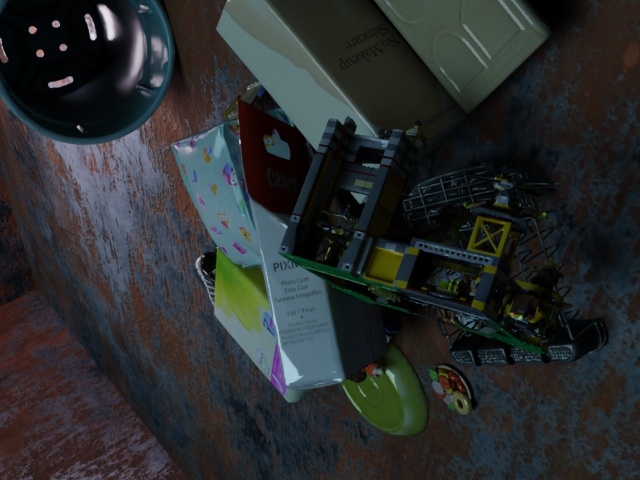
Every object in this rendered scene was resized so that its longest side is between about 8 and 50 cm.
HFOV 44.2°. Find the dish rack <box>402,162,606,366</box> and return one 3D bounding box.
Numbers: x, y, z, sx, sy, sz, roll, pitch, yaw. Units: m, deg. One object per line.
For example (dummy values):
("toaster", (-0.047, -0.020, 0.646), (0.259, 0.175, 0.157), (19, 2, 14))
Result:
("dish rack", (0.220, 0.035, 1.001), (0.208, 0.074, 0.271), (-12, 100, 44))

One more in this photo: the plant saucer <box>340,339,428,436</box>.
("plant saucer", (0.099, 0.263, 1.447), (0.241, 0.037, 0.241), (36, 142, 35))

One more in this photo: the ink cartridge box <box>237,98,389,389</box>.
("ink cartridge box", (0.000, 0.000, 1.139), (0.091, 0.308, 0.385), (-11, 86, 15))

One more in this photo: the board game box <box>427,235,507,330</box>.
("board game box", (0.203, 0.059, 1.123), (0.154, 0.026, 0.103), (50, 149, 18))

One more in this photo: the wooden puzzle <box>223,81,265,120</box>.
("wooden puzzle", (-0.124, -0.238, 1.343), (0.014, 0.078, 0.116), (37, 167, -25))

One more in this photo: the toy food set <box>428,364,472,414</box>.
("toy food set", (0.210, 0.239, 1.271), (0.082, 0.020, 0.083), (7, 121, 55))

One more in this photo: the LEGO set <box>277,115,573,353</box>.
("LEGO set", (0.128, -0.019, 0.873), (0.331, 0.192, 0.255), (13, 169, 41))

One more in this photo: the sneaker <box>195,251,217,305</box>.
("sneaker", (-0.226, 0.094, 1.777), (0.170, 0.063, 0.075), (58, 157, 16))

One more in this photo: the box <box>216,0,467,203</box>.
("box", (0.024, -0.219, 1.020), (0.311, 0.148, 0.121), (50, 147, 6))

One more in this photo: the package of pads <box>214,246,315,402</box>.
("package of pads", (-0.099, 0.160, 1.601), (0.296, 0.101, 0.229), (45, 145, 27))

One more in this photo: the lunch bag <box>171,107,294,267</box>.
("lunch bag", (-0.123, -0.080, 1.379), (0.223, 0.160, 0.262), (-6, 104, 58))

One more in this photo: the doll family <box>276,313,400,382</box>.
("doll family", (-0.001, 0.151, 1.369), (0.263, 0.118, 0.163), (46, 122, 28))

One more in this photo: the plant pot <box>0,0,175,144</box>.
("plant pot", (-0.508, -0.389, 1.573), (0.334, 0.341, 0.341), (30, 139, 55))

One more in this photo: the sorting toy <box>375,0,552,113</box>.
("sorting toy", (0.116, -0.303, 0.879), (0.307, 0.041, 0.229), (52, 164, 3))
